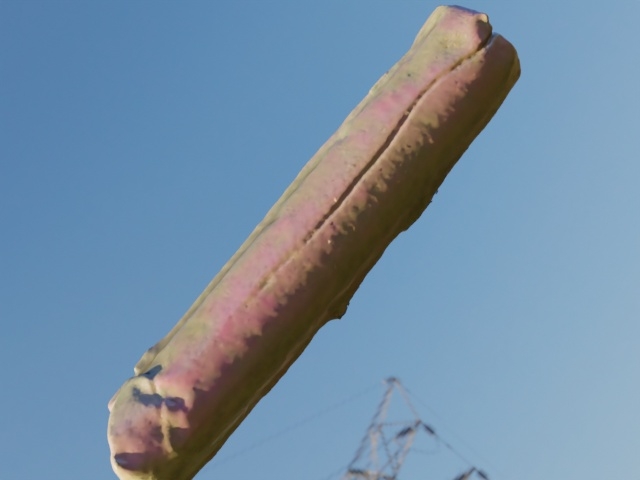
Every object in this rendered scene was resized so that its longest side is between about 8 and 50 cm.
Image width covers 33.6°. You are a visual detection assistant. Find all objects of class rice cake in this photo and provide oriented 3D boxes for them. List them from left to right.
[{"bbox_3d":[0.000,0.000,0.463,0.270,0.049,0.055,-49,-58,-15],"label":"rice cake"}]
